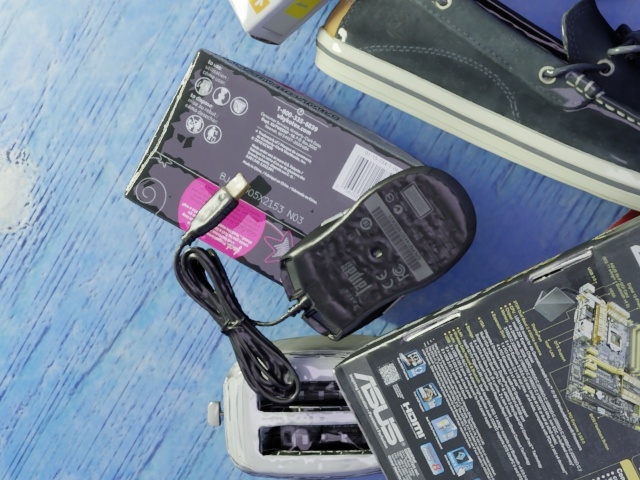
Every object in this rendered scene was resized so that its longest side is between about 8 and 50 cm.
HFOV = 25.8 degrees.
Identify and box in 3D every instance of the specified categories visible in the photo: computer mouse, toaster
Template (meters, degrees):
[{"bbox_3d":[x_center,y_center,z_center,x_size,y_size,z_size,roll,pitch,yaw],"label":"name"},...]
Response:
[{"bbox_3d":[0.000,0.000,1.218,0.262,0.060,0.184,-41,86,18],"label":"computer mouse"},{"bbox_3d":[0.012,0.158,1.314,0.226,0.146,0.129,-1,92,11],"label":"toaster"}]

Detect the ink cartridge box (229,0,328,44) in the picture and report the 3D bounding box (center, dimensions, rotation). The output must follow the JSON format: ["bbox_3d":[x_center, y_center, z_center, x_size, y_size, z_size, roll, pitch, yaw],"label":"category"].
[{"bbox_3d":[-0.012,-0.393,1.282,0.307,0.072,0.304,-37,67,22],"label":"ink cartridge box"}]

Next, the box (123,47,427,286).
[{"bbox_3d":[-0.028,-0.052,1.321,0.247,0.142,0.163,29,95,8],"label":"box"}]

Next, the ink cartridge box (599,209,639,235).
[{"bbox_3d":[0.359,0.189,1.189,0.384,0.160,0.279,29,110,16],"label":"ink cartridge box"}]

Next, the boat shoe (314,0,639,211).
[{"bbox_3d":[0.235,-0.134,1.248,0.500,0.187,0.156,26,102,15],"label":"boat shoe"}]

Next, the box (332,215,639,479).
[{"bbox_3d":[0.233,0.207,1.107,0.318,0.097,0.395,-28,87,28],"label":"box"}]
